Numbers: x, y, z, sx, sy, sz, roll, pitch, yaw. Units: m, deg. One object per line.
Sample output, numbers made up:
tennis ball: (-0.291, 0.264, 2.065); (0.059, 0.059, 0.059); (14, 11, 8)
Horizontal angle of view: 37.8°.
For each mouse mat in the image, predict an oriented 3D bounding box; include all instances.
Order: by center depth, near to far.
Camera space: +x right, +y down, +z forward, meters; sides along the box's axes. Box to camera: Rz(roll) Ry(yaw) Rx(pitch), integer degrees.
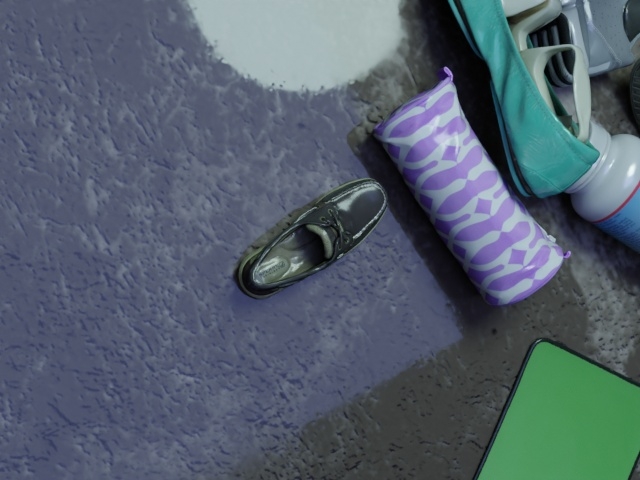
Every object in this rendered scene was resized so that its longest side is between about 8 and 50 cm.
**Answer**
mouse mat: (0.227, 0.203, 0.876); (0.152, 0.007, 0.190); (26, 85, -13)

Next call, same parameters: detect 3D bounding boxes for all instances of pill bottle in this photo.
pill bottle: (0.286, -0.041, 0.846); (0.160, 0.087, 0.087); (30, 83, -13)

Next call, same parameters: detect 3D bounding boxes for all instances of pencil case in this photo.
pencil case: (0.132, -0.040, 0.806); (0.088, 0.086, 0.206); (-37, 99, -7)

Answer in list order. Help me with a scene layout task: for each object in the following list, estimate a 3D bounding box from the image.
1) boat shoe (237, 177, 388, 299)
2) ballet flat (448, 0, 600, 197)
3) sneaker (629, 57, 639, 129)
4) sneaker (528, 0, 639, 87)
boat shoe: (0.000, 0.000, 0.791); (0.152, 0.049, 0.056); (-38, 99, -11)
ballet flat: (0.173, -0.160, 0.792); (0.087, 0.083, 0.247); (-24, 78, 26)
sneaker: (0.384, -0.111, 0.883); (0.118, 0.083, 0.222); (-44, 109, -16)
sneaker: (0.240, -0.258, 0.844); (0.132, 0.086, 0.229); (-13, 99, -23)
